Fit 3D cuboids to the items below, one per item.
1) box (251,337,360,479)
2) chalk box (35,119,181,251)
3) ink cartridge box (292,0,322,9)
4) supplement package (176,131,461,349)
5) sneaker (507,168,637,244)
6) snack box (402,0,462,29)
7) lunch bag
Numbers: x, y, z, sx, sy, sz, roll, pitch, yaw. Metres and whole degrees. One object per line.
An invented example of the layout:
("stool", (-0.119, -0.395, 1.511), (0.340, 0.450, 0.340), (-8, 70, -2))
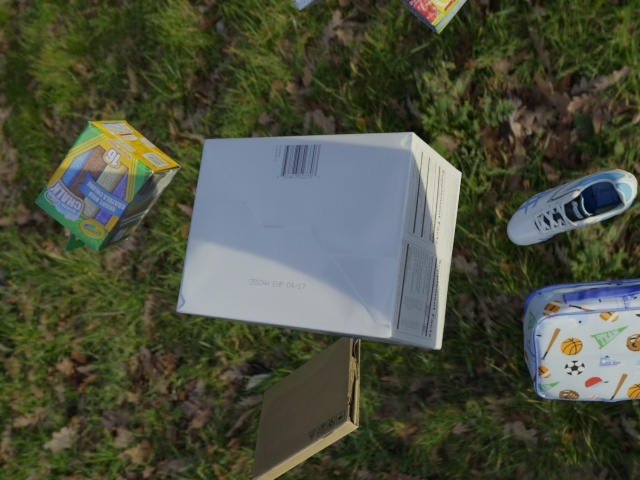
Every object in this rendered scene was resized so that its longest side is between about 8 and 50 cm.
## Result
("box", (-0.020, 0.239, 1.053), (0.201, 0.021, 0.164), (-40, 27, 30))
("chalk box", (-0.357, -0.075, 1.202), (0.132, 0.132, 0.213), (40, 103, 0))
("ink cartridge box", (0.025, -0.394, 1.041), (0.109, 0.150, 0.063), (-27, 101, 41))
("supplement package", (0.000, 0.000, 0.813), (0.262, 0.145, 0.204), (3, 80, 30))
("sneaker", (0.419, -0.053, 1.253), (0.237, 0.086, 0.085), (-28, 89, 36))
("snack box", (0.193, -0.374, 0.947), (0.070, 0.174, 0.207), (41, 105, 1))
("lunch bag", (0.533, 0.177, 1.355), (0.303, 0.243, 0.115), (-7, 31, 8))
